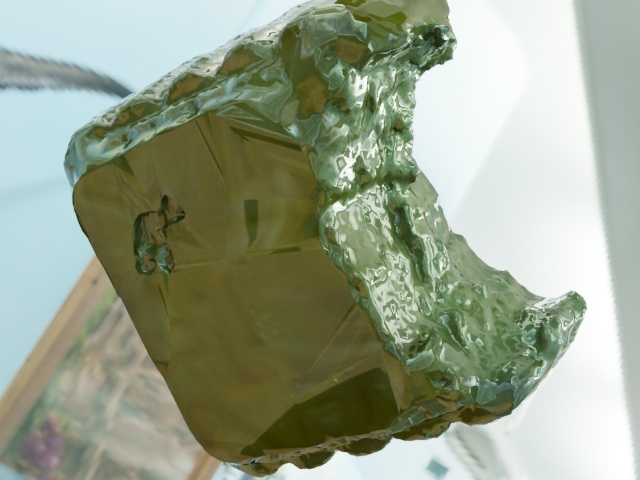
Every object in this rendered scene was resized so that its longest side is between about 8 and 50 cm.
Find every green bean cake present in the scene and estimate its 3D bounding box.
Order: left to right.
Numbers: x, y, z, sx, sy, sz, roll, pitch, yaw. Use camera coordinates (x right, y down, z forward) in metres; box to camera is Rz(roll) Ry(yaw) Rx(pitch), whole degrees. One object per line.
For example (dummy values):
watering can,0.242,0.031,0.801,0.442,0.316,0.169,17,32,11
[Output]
green bean cake,0.000,0.000,0.794,0.233,0.124,0.236,-21,-78,28
